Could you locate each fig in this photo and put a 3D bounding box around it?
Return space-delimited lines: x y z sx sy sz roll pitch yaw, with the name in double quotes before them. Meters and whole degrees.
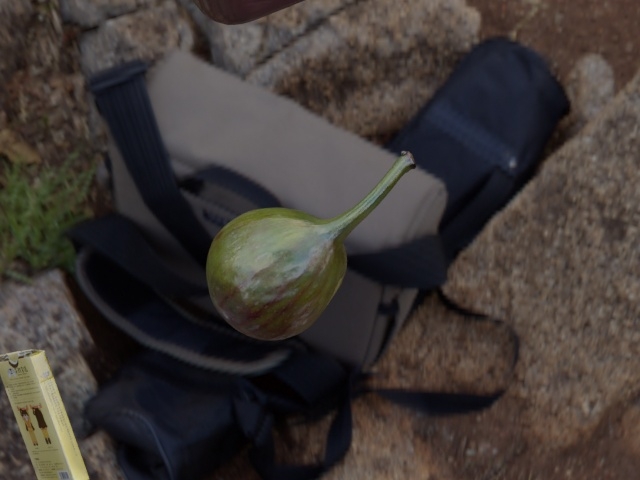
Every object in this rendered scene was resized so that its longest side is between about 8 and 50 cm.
"fig" 0.000 0.000 1.383 0.245 0.149 0.149 -38 61 20

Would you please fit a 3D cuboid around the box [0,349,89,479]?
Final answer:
"box" -0.285 0.182 1.409 0.020 0.073 0.149 -23 98 -41

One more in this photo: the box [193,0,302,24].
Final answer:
"box" 0.029 -0.219 0.504 0.294 0.167 0.193 -25 63 -6
